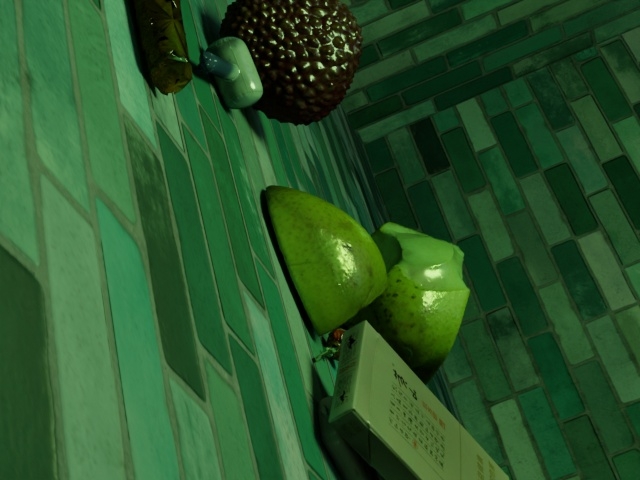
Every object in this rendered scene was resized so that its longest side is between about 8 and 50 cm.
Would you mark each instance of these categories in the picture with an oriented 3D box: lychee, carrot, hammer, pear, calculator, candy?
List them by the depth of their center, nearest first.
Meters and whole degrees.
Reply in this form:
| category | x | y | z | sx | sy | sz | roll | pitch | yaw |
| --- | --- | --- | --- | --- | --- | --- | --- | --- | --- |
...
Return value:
| category | x | y | z | sx | sy | sz | roll | pitch | yaw |
| --- | --- | --- | --- | --- | --- | --- | --- | --- | --- |
| carrot | -0.201 | -0.277 | 1.387 | 0.069 | 0.069 | 0.228 | 58 | 13 | -50 |
| calculator | 0.038 | 0.290 | 1.511 | 0.100 | 0.032 | 0.175 | -98 | 163 | -61 |
| candy | 0.015 | 0.171 | 1.704 | 0.055 | 0.049 | 0.185 | 61 | 15 | 5 |
| hammer | -0.151 | -0.266 | 1.705 | 0.194 | 0.069 | 0.116 | -6 | 74 | -77 |
| pear | 0.003 | -0.001 | 1.792 | 0.239 | 0.139 | 0.288 | 58 | 8 | -8 |
| lychee | -0.062 | -0.334 | 1.928 | 0.271 | 0.271 | 0.271 | -23 | 90 | -82 |
| pear | 0.135 | 0.134 | 1.959 | 0.176 | 0.286 | 0.282 | 21 | 28 | -10 |

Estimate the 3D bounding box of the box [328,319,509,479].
| category | x | y | z | sx | sy | sz | roll | pitch | yaw |
| --- | --- | --- | --- | --- | --- | --- | --- | --- | --- |
| box | 0.150 | 0.299 | 1.563 | 0.365 | 0.051 | 0.204 | 49 | 26 | -20 |

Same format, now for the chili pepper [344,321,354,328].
| category | x | y | z | sx | sy | sz | roll | pitch | yaw |
| --- | --- | --- | --- | --- | --- | --- | --- | --- | --- |
| chili pepper | 0.066 | 0.216 | 1.845 | 0.059 | 0.050 | 0.191 | 86 | -5 | -59 |

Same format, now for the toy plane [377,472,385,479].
| category | x | y | z | sx | sy | sz | roll | pitch | yaw |
| --- | --- | --- | --- | --- | --- | --- | --- | --- | --- |
| toy plane | 0.114 | 0.337 | 1.652 | 0.255 | 0.101 | 0.251 | -96 | 163 | -52 |
